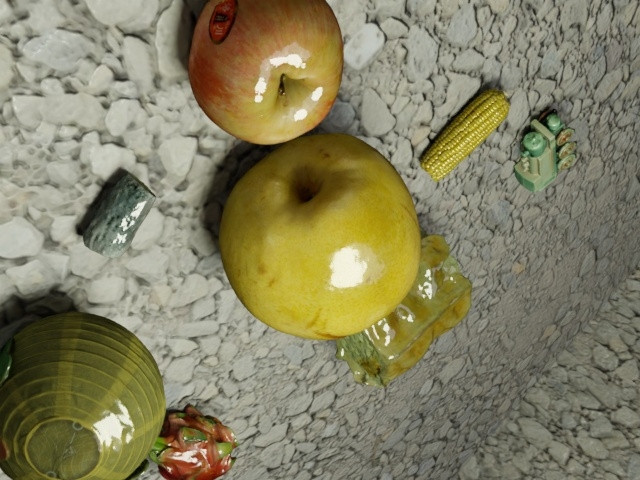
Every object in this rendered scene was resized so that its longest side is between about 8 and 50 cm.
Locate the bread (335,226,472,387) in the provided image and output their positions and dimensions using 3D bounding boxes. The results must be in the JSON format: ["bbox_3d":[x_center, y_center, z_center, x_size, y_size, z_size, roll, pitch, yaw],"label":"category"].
[{"bbox_3d":[0.142,0.120,2.080,0.252,0.196,0.238,-35,153,-19],"label":"bread"}]

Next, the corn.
[{"bbox_3d":[0.259,-0.190,1.989,0.206,0.067,0.067,-46,152,-3],"label":"corn"}]

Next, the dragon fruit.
[{"bbox_3d":[-0.231,0.360,1.901,0.135,0.137,0.236,-61,159,5],"label":"dragon fruit"}]

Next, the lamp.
[{"bbox_3d":[-0.331,0.204,1.503,0.250,0.284,0.250,-2,115,-4],"label":"lamp"}]

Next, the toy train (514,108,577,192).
[{"bbox_3d":[0.453,-0.181,2.267,0.125,0.081,0.194,-40,152,-7],"label":"toy train"}]

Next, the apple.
[{"bbox_3d":[-0.069,-0.227,1.382,0.209,0.164,0.209,-23,139,-22],"label":"apple"}]

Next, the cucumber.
[{"bbox_3d":[-0.261,-0.034,1.460,0.112,0.064,0.064,-58,151,12],"label":"cucumber"}]

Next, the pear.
[{"bbox_3d":[0.000,0.000,1.636,0.314,0.314,0.314,-35,149,-25],"label":"pear"}]
